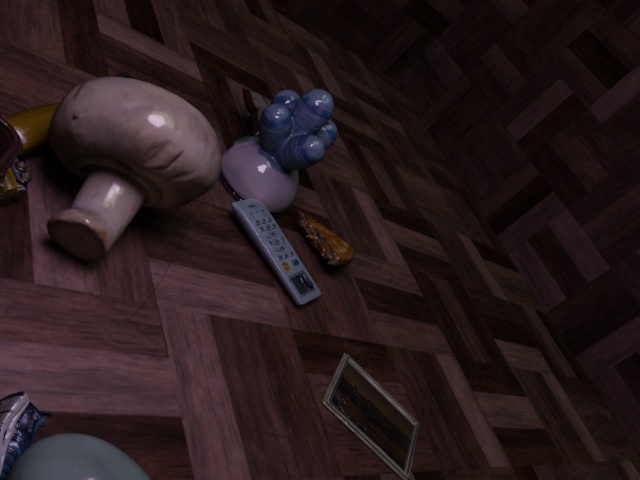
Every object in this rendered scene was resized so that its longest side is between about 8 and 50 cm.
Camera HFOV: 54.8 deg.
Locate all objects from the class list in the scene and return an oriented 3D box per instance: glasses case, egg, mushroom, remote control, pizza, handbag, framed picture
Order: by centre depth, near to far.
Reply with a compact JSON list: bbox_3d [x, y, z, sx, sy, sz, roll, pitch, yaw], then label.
[{"bbox_3d":[-0.264,0.326,0.699,0.231,0.168,0.168,49,27,13],"label":"egg"},{"bbox_3d":[-0.352,-0.166,1.120,0.315,0.315,0.356,48,26,4],"label":"mushroom"},{"bbox_3d":[-0.526,-0.222,1.194,0.079,0.064,0.234,51,24,-7],"label":"glasses case"},{"bbox_3d":[0.119,0.378,1.351,0.252,0.014,0.197,44,26,-4],"label":"framed picture"},{"bbox_3d":[-0.109,0.026,1.469,0.293,0.051,0.103,55,28,8],"label":"remote control"},{"bbox_3d":[0.000,0.000,1.655,0.199,0.062,0.188,45,14,10],"label":"pizza"},{"bbox_3d":[-0.132,-0.339,1.852,0.235,0.127,0.213,22,33,-43],"label":"handbag"}]

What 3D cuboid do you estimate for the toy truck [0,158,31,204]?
[{"bbox_3d":[-0.540,-0.120,1.046,0.063,0.052,0.123,-11,62,-52],"label":"toy truck"}]

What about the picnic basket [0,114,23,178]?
[{"bbox_3d":[-0.587,-0.111,0.880,0.223,0.129,0.296,37,29,-21],"label":"picnic basket"}]

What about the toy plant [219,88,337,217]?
[{"bbox_3d":[-0.083,-0.247,1.572,0.247,0.332,0.247,32,30,-21],"label":"toy plant"}]

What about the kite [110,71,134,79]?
[{"bbox_3d":[-0.393,-0.253,1.286,0.015,0.152,0.285,69,11,22],"label":"kite"}]

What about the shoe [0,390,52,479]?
[{"bbox_3d":[-0.381,0.257,0.753,0.071,0.064,0.142,51,26,-35],"label":"shoe"}]
